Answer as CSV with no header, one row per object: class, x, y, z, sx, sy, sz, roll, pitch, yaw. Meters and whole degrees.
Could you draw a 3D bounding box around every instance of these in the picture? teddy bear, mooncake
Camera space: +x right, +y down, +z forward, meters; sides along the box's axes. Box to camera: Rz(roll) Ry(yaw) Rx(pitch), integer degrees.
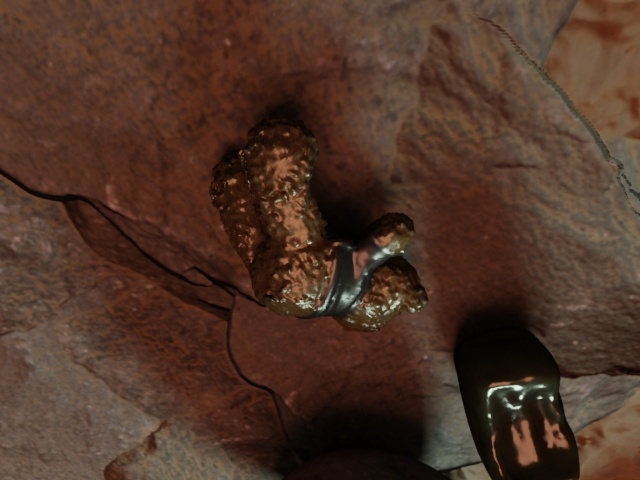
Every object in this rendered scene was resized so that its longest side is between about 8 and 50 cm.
teddy bear,-0.010,0.015,0.582,0.251,0.129,0.182,40,151,-24
mooncake,0.207,0.179,0.650,0.104,0.168,0.175,-13,135,9

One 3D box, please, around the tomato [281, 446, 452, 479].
tomato,0.056,0.395,0.702,0.317,0.317,0.282,17,90,-7
